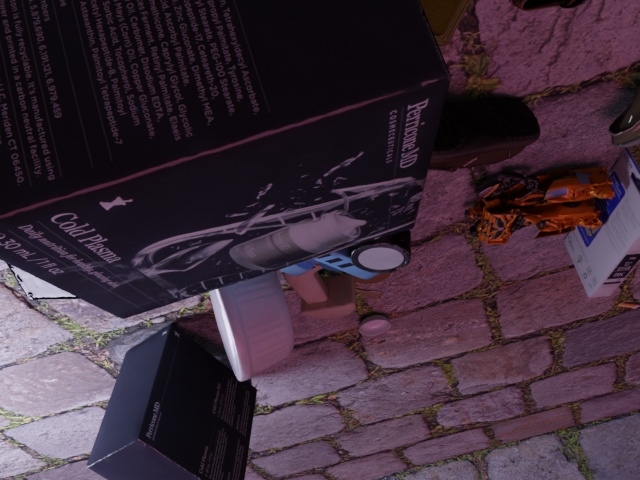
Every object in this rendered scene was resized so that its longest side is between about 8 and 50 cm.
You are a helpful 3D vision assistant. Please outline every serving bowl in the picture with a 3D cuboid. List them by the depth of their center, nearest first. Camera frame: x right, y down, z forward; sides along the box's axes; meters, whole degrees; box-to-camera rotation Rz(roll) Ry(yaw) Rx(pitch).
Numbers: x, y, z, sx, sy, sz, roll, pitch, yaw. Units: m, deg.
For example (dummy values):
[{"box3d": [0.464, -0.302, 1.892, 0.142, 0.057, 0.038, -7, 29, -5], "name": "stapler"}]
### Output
[{"box3d": [0.139, 0.216, 1.840, 0.083, 0.027, 0.083, -8, 145, -6], "name": "serving bowl"}]

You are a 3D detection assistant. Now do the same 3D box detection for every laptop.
[{"box3d": [-0.467, 0.046, 1.394, 0.234, 0.137, 0.265, -4, 123, 23], "name": "laptop"}]

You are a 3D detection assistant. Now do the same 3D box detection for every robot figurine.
[{"box3d": [0.449, -0.068, 1.481, 0.290, 0.085, 0.211, -10, 144, -1], "name": "robot figurine"}]

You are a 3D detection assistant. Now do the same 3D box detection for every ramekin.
[{"box3d": [-0.148, 0.146, 1.475, 0.127, 0.273, 0.273, -15, 146, -13], "name": "ramekin"}]

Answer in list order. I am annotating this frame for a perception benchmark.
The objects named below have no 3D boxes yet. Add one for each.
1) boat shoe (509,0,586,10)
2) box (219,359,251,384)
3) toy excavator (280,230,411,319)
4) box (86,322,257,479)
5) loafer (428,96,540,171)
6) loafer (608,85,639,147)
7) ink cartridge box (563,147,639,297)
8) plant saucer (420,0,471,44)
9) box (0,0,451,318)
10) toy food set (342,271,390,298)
[{"box3d": [0.370, -0.377, 1.048, 0.183, 0.066, 0.066, -16, 145, 8], "name": "boat shoe"}, {"box3d": [-0.257, 0.386, 1.932, 0.137, 0.072, 0.126, -7, 145, -5], "name": "box"}, {"box3d": [0.000, 0.000, 1.381, 0.432, 0.223, 0.445, 24, 145, -35], "name": "toy excavator"}, {"box3d": [-0.334, 0.435, 1.681, 0.178, 0.343, 0.312, -31, 120, 24], "name": "box"}, {"box3d": [0.207, -0.163, 1.226, 0.365, 0.134, 0.130, -3, 149, -22], "name": "loafer"}, {"box3d": [0.597, -0.273, 1.251, 0.087, 0.094, 0.251, 31, 122, -12], "name": "loafer"}, {"box3d": [0.635, -0.033, 1.511, 0.065, 0.166, 0.333, -4, 145, -10], "name": "ink cartridge box"}, {"box3d": [0.148, -0.362, 1.029, 0.188, 0.045, 0.188, 4, 142, -20], "name": "plant saucer"}, {"box3d": [-0.132, -0.139, 0.876, 0.471, 0.298, 0.480, -19, 164, -1], "name": "box"}, {"box3d": [0.107, 0.052, 1.595, 0.132, 0.039, 0.192, 14, 139, -6], "name": "toy food set"}]
